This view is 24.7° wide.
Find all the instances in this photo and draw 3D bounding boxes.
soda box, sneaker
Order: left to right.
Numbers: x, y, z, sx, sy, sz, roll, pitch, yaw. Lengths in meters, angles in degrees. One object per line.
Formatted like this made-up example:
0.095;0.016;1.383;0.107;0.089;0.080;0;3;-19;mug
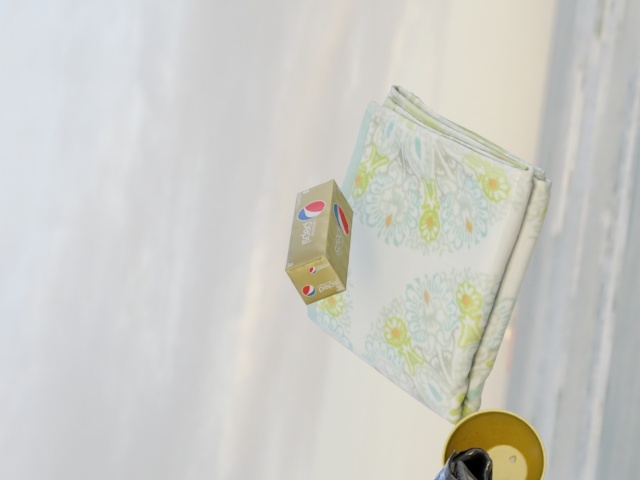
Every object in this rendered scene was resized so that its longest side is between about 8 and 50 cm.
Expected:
0.000;0.000;1.855;0.061;0.058;0.181;59;-160;-28;soda box
0.139;0.287;1.611;0.152;0.058;0.084;-43;-9;-39;sneaker

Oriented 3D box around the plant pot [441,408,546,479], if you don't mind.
0.232;0.293;1.898;0.095;0.134;0.134;46;-128;-68;plant pot

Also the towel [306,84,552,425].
0.135;0.014;1.969;0.090;0.320;0.374;0;-65;-39;towel
